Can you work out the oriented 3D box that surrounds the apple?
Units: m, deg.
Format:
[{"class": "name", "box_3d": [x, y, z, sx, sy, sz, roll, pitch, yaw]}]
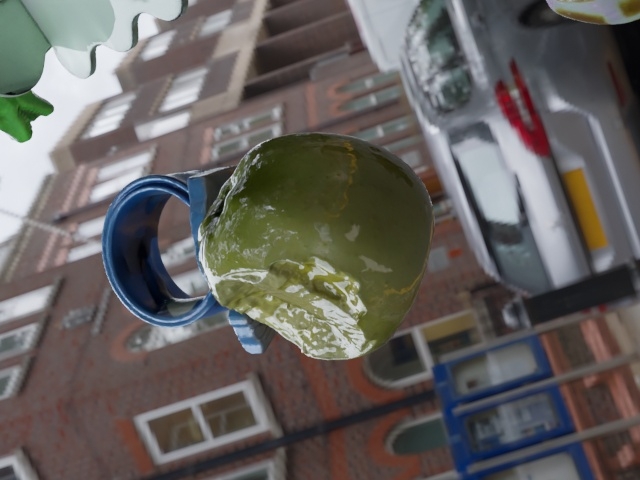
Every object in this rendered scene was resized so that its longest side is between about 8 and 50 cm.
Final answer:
[{"class": "apple", "box_3d": [0.000, 0.000, 1.344, 0.279, 0.279, 0.279, -18, -90, -83]}]

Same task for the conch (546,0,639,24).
[{"class": "conch", "box_3d": [0.378, -0.414, 1.563, 0.197, 0.368, 0.249, 122, 154, -68]}]

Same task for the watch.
[{"class": "watch", "box_3d": [-0.186, 0.038, 1.807, 0.241, 0.274, 0.305, -11, -92, -61]}]

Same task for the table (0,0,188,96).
[{"class": "table", "box_3d": [-0.175, -0.199, 0.780, 0.198, 0.166, 0.166, -14, 95, 56]}]

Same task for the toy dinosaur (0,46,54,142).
[{"class": "toy dinosaur", "box_3d": [-0.380, -0.347, 1.236, 0.144, 0.374, 0.500, 42, -177, 35]}]
